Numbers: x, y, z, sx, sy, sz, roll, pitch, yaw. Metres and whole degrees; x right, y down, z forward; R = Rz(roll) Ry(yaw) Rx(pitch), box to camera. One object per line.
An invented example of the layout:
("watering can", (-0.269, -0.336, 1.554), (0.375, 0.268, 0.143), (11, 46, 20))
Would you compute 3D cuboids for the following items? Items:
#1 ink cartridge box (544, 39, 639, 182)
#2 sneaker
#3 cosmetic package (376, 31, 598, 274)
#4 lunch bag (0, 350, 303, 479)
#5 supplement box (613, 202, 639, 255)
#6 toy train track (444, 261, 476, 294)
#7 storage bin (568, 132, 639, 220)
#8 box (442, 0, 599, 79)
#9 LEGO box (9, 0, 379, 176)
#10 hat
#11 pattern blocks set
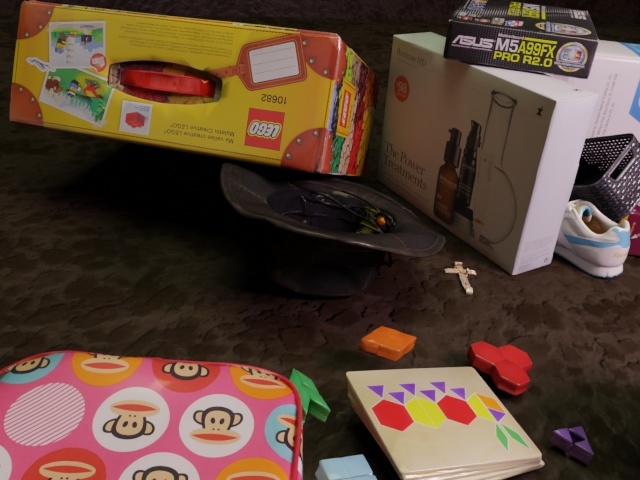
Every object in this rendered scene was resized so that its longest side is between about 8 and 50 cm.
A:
("ink cartridge box", (0.442, -0.239, 1.241), (0.395, 0.285, 0.166), (8, 30, 3))
("sneaker", (0.400, -0.029, 1.065), (0.087, 0.092, 0.228), (-23, 39, -37))
("cosmetic package", (0.247, -0.160, 1.074), (0.097, 0.284, 0.377), (-12, 34, -29))
("lunch bag", (-0.158, 0.213, 0.514), (0.293, 0.120, 0.258), (5, 30, -2))
("supplement box", (0.584, -0.025, 1.100), (0.188, 0.081, 0.104), (8, 29, 3))
("toy train track", (0.215, 0.052, 0.968), (0.048, 0.014, 0.083), (4, 30, -4))
("storage bin", (0.462, -0.105, 1.102), (0.122, 0.084, 0.180), (-48, 16, -11))
("box", (0.327, -0.340, 1.052), (0.216, 0.060, 0.270), (12, 31, 13))
("LEGO box", (-0.179, -0.240, 1.089), (0.500, 0.193, 0.372), (11, 7, 13))
("hat", (0.000, 0.000, 0.903), (0.331, 0.134, 0.331), (17, 19, -6))
("pattern blocks set", (0.127, 0.187, 0.661), (0.325, 0.026, 0.285), (8, 28, -18))
